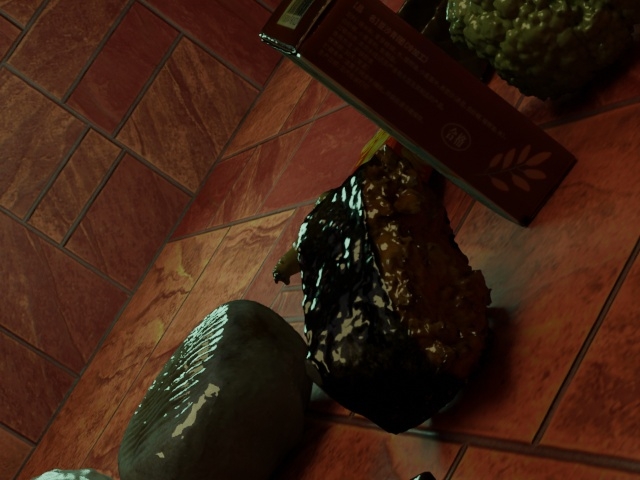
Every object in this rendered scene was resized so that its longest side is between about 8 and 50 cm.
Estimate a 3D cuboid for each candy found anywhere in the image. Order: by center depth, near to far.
[{"bbox_3d":[0.117,-0.116,2.107,0.146,0.088,0.276,-46,10,30],"label":"candy"}]

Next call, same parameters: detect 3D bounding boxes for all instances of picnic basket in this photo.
[{"bbox_3d":[0.148,-0.409,2.265,0.293,0.337,0.337,-34,25,53],"label":"picnic basket"}]

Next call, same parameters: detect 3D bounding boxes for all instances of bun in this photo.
[{"bbox_3d":[-0.147,0.263,1.935,0.362,0.211,0.362,-52,16,22],"label":"bun"}]

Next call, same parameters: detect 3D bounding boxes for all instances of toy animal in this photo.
[{"bbox_3d":[0.000,0.000,2.233,0.219,0.101,0.103,-60,20,-11],"label":"toy animal"}]

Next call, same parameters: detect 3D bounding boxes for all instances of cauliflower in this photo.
[{"bbox_3d":[0.312,-0.353,1.769,0.327,0.260,0.281,-12,45,38],"label":"cauliflower"}]

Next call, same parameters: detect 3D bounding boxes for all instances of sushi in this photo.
[{"bbox_3d":[0.104,0.061,1.587,0.207,0.234,0.349,-41,43,32],"label":"sushi"}]

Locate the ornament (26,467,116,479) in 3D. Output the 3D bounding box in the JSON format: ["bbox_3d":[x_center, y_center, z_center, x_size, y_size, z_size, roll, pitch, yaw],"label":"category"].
[{"bbox_3d":[-0.390,0.509,1.960,0.337,0.337,0.337,-49,16,20],"label":"ornament"}]

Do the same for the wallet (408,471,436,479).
[{"bbox_3d":[0.046,0.365,1.453,0.229,0.049,0.182,-37,23,53],"label":"wallet"}]

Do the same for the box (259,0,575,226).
[{"bbox_3d":[0.119,-0.204,1.783,0.122,0.385,0.344,-53,15,4],"label":"box"}]
